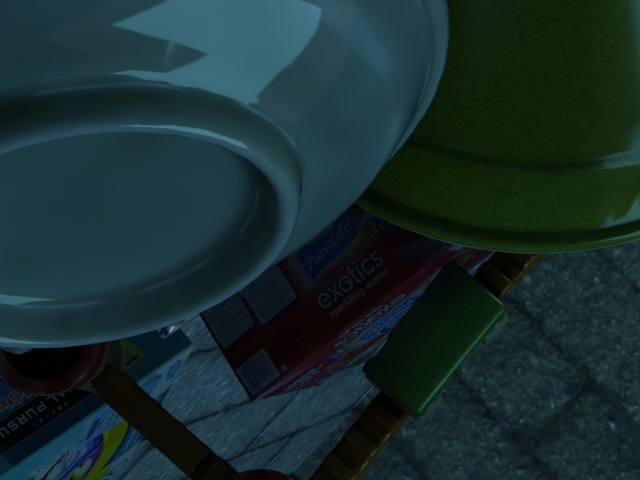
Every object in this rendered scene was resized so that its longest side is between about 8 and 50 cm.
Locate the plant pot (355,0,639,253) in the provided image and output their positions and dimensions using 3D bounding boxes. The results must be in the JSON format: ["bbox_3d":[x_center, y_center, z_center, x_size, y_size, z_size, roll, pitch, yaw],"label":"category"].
[{"bbox_3d":[0.128,-0.239,1.045,0.366,0.366,0.353,-39,156,-21],"label":"plant pot"}]

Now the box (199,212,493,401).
[{"bbox_3d":[0.025,0.013,1.600,0.257,0.128,0.123,-40,164,26],"label":"box"}]

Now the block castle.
[{"bbox_3d":[0.000,0.000,1.383,0.453,0.303,0.213,-49,169,-3],"label":"block castle"}]

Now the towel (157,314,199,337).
[{"bbox_3d":[-0.080,-0.010,1.666,0.144,0.029,0.197,-32,147,-43],"label":"towel"}]

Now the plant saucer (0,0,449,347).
[{"bbox_3d":[-0.122,-0.038,0.929,0.401,0.100,0.400,-11,151,-6],"label":"plant saucer"}]

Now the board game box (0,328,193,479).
[{"bbox_3d":[-0.291,0.215,1.726,0.336,0.079,0.254,-35,164,-38],"label":"board game box"}]

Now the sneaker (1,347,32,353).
[{"bbox_3d":[-0.228,0.010,1.240,0.252,0.111,0.103,149,-47,-69],"label":"sneaker"}]
